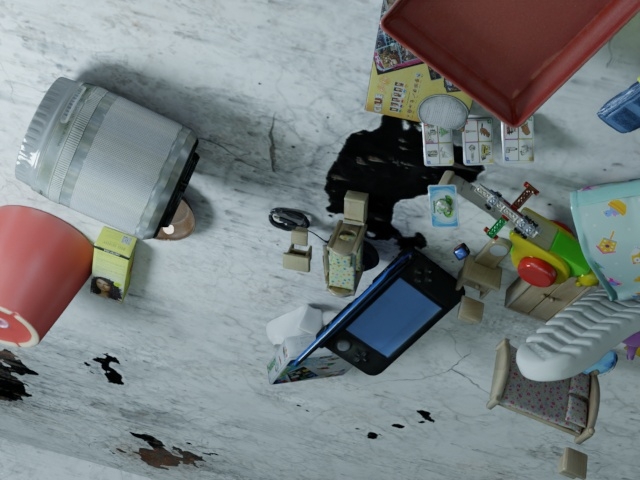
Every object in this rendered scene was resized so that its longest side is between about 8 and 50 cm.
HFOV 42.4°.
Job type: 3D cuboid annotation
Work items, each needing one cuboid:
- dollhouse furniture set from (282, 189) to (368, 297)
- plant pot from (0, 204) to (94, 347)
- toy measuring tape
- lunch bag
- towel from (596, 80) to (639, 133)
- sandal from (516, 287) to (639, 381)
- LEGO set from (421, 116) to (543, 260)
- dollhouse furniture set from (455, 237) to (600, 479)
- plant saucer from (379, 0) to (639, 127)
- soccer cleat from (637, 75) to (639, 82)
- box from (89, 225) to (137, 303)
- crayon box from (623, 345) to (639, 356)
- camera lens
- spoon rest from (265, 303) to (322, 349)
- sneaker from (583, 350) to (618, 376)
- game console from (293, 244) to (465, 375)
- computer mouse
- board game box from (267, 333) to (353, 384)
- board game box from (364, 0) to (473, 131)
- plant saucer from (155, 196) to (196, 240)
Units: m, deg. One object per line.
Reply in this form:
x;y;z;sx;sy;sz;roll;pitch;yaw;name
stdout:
0.000;0.000;1.573;0.160;0.101;0.182;10;129;12;dollhouse furniture set
-0.686;0.095;1.890;0.274;0.243;0.275;10;144;8;plant pot
0.344;-0.008;1.466;0.330;0.121;0.121;31;144;3;toy measuring tape
0.538;-0.023;1.318;0.223;0.160;0.262;-8;144;32;lunch bag
0.474;-0.201;1.212;0.067;0.029;0.119;29;142;-19;towel
0.506;0.160;1.432;0.169;0.416;0.102;15;122;62;sandal
0.271;-0.087;1.374;0.182;0.060;0.245;0;108;22;LEGO set
0.393;0.204;1.511;0.303;0.356;0.174;21;144;-5;dollhouse furniture set
0.253;-0.312;1.078;0.258;0.048;0.259;32;122;-21;plant saucer
0.482;-0.235;1.082;0.121;0.093;0.289;5;133;20;soccer cleat
-0.485;0.062;1.925;0.087;0.058;0.232;19;144;-4;box
0.777;0.195;1.580;0.318;0.081;0.202;22;145;-9;crayon box
-0.368;-0.142;1.462;0.274;0.220;0.219;24;144;-11;camera lens
-0.050;0.211;1.952;0.137;0.084;0.276;24;157;-9;spoon rest
0.548;0.246;1.758;0.162;0.063;0.073;0;138;21;sneaker
0.123;0.169;1.631;0.250;0.173;0.293;36;112;-23;game console
0.009;-0.008;1.657;0.242;0.041;0.071;28;131;-4;computer mouse
-0.008;0.271;1.903;0.192;0.053;0.305;-5;161;-14;board game box
0.162;-0.275;1.224;0.164;0.042;0.243;13;144;3;board game box
-0.348;-0.073;1.707;0.198;0.036;0.199;10;145;7;plant saucer
